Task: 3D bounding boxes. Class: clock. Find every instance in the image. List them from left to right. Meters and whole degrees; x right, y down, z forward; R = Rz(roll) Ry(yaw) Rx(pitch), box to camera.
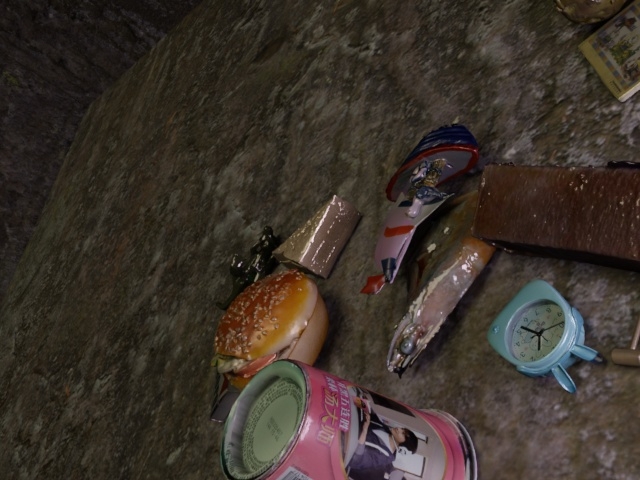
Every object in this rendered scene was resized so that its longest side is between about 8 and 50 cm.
[{"bbox_3d":[0.276,0.121,0.959,0.108,0.045,0.147,-51,31,10],"label":"clock"}]

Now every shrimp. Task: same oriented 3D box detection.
[{"bbox_3d":[0.167,0.054,1.169,0.316,0.062,0.164,-59,22,-12],"label":"shrimp"}]

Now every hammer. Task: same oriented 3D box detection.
[{"bbox_3d":[0.362,0.092,0.891,0.035,0.019,0.110,-6,54,53],"label":"hammer"}]

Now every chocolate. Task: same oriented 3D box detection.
[{"bbox_3d":[0.327,-0.027,0.973,0.321,0.112,0.111,10,77,57],"label":"chocolate"}]

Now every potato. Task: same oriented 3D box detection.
[{"bbox_3d":[0.433,-0.441,1.207,0.149,0.113,0.251,-6,58,57],"label":"potato"}]

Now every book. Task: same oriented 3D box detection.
[{"bbox_3d":[0.473,-0.299,1.114,0.192,0.013,0.168,-40,33,25],"label":"book"}]

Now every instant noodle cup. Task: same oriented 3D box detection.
[{"bbox_3d":[0.023,0.268,0.973,0.244,0.255,0.244,-39,32,30],"label":"instant noodle cup"}]

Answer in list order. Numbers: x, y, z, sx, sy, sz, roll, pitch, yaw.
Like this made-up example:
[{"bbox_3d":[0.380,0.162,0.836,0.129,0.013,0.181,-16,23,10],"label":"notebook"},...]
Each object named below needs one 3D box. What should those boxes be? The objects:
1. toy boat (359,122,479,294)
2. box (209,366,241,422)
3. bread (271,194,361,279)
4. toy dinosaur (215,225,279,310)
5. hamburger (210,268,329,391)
[{"bbox_3d":[0.143,-0.049,1.268,0.318,0.072,0.219,-58,18,-5],"label":"toy boat"},{"bbox_3d":[-0.169,0.234,1.460,0.177,0.036,0.115,-89,22,-43],"label":"box"},{"bbox_3d":[-0.007,-0.009,1.457,0.105,0.077,0.152,16,73,58],"label":"bread"},{"bbox_3d":[-0.135,0.070,1.625,0.187,0.087,0.179,-50,-10,-21],"label":"toy dinosaur"},{"bbox_3d":[-0.085,0.152,1.343,0.237,0.147,0.236,-36,33,28],"label":"hamburger"}]
